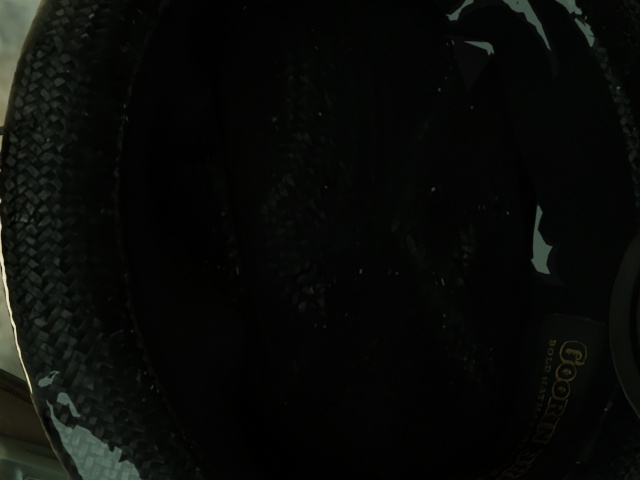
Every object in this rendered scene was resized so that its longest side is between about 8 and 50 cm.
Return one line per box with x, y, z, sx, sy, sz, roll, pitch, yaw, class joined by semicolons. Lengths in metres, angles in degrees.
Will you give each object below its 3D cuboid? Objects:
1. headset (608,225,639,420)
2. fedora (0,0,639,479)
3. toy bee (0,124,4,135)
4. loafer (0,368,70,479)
0.226;0.027;0.722;0.185;0.243;0.394;12;103;29;headset
0.000;0.000;0.814;0.334;0.334;0.152;42;157;-11;fedora
-0.254;-0.070;0.896;0.298;0.162;0.195;-16;73;19;toy bee
-0.167;0.090;0.852;0.267;0.084;0.096;25;111;14;loafer
